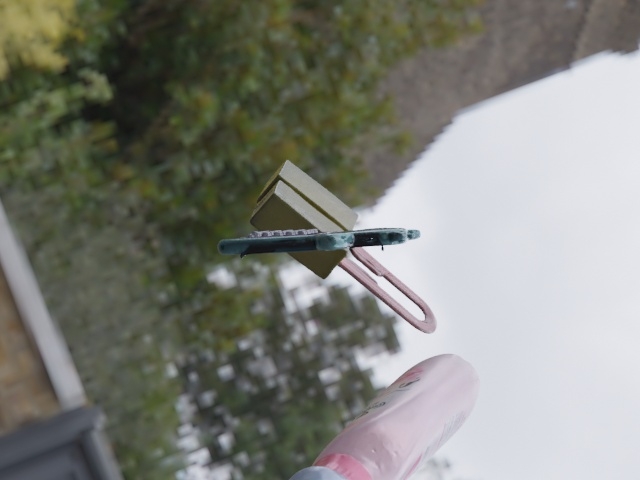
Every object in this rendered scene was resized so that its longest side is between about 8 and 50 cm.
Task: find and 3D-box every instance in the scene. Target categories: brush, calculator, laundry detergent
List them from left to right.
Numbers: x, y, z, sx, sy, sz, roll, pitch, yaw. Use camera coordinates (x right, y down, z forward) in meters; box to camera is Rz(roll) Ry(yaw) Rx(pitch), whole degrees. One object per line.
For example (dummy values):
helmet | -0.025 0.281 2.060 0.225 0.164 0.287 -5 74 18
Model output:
calculator | 0.000 0.000 1.372 0.094 0.141 0.019 -9 96 -76
brush | 0.035 0.017 1.977 0.233 0.047 0.103 38 24 -8
laundry detergent | 0.058 0.221 1.968 0.088 0.335 0.159 45 -60 7
